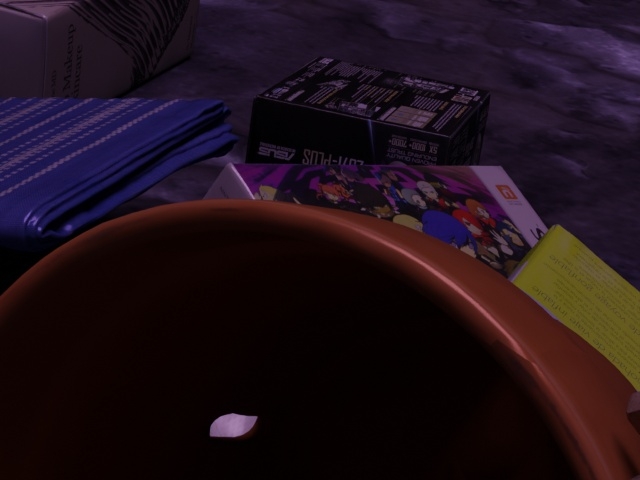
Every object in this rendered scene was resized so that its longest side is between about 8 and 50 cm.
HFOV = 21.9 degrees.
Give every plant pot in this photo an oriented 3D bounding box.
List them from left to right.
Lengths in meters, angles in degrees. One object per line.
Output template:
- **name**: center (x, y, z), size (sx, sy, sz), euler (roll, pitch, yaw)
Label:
- **plant pot**: center (0.018, 0.128, 0.626), size (0.291, 0.291, 0.203), euler (21, 12, 27)

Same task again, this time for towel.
- **towel**: center (-0.250, -0.046, 1.105), size (0.336, 0.040, 0.243), euler (3, 22, 28)

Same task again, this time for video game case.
- **video game case**: center (0.073, 0.043, 0.934), size (0.232, 0.042, 0.210), euler (-1, 48, -43)

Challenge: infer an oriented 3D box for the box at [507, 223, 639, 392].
- **box**: center (0.129, 0.069, 0.874), size (0.109, 0.042, 0.178), euler (41, 35, 5)

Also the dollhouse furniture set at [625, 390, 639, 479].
- **dollhouse furniture set**: center (0.232, 0.070, 0.524), size (0.135, 0.259, 0.262), euler (-30, 12, 39)

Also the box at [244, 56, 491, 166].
- **box**: center (0.039, -0.075, 1.248), size (0.147, 0.077, 0.180), euler (12, 18, 11)

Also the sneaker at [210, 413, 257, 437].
- **sneaker**: center (-0.019, 0.069, 0.947), size (0.129, 0.111, 0.297), euler (33, 35, 15)

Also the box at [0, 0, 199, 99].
- **box**: center (-0.202, -0.181, 1.394), size (0.094, 0.113, 0.275), euler (17, 28, 17)
